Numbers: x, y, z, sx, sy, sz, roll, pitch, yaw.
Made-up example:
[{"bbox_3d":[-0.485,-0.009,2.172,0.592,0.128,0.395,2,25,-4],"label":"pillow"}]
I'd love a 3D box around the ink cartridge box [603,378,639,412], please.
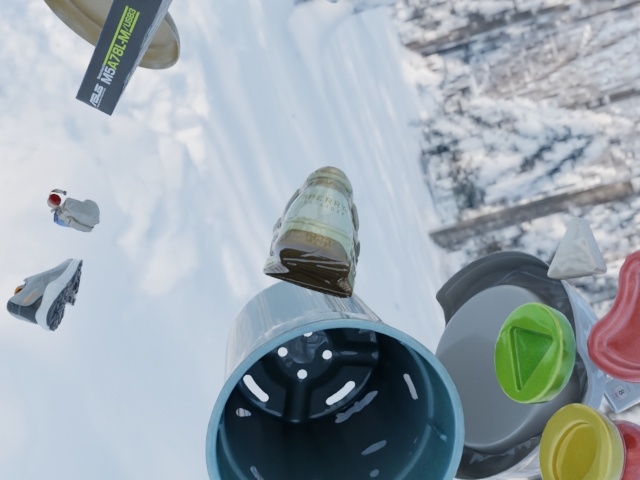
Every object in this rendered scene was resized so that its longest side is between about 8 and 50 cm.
[{"bbox_3d":[0.571,0.177,1.585,0.189,0.232,0.066,-9,60,-46],"label":"ink cartridge box"}]

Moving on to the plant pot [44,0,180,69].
[{"bbox_3d":[-0.297,-0.330,1.455,0.032,0.236,0.236,-62,153,-20],"label":"plant pot"}]

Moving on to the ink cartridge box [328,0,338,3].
[{"bbox_3d":[0.012,-0.451,1.178,0.121,0.211,0.289,34,-13,24],"label":"ink cartridge box"}]

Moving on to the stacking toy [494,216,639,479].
[{"bbox_3d":[0.365,0.146,1.266,0.309,0.130,0.279,-64,-150,23],"label":"stacking toy"}]

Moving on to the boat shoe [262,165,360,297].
[{"bbox_3d":[0.000,0.000,1.097,0.285,0.104,0.089,124,-18,-78],"label":"boat shoe"}]

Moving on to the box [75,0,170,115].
[{"bbox_3d":[-0.154,-0.238,0.948,0.184,0.045,0.191,-44,-158,53],"label":"box"}]

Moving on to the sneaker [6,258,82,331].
[{"bbox_3d":[-0.550,0.094,2.076,0.271,0.108,0.100,-80,-178,-74],"label":"sneaker"}]

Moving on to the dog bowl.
[{"bbox_3d":[0.278,0.195,1.543,0.102,0.349,0.349,22,42,-33],"label":"dog bowl"}]

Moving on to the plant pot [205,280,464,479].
[{"bbox_3d":[-0.001,0.219,1.486,0.334,0.341,0.341,-117,-171,-73],"label":"plant pot"}]

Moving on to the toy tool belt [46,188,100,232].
[{"bbox_3d":[-0.366,-0.036,1.496,0.083,0.051,0.052,21,46,-31],"label":"toy tool belt"}]
